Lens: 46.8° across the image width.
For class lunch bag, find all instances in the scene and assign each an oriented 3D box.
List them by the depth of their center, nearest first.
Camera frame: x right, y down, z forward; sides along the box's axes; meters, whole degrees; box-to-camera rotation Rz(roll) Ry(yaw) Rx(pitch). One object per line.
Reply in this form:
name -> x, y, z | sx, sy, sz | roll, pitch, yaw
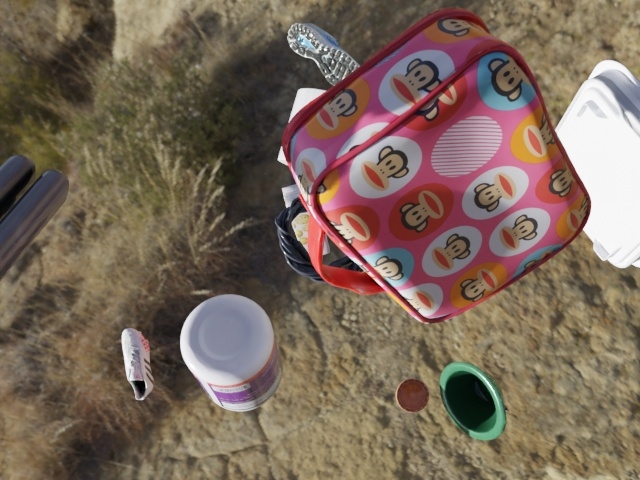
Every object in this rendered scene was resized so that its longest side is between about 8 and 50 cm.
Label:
lunch bag -> 0.105, -0.043, 0.711 | 0.258, 0.293, 0.120 | -36, 45, 7

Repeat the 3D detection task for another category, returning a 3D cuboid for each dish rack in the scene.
dish rack -> 0.480, -0.104, 1.225 | 0.072, 0.333, 0.285 | -27, 70, -13

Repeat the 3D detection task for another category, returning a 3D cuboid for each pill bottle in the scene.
pill bottle -> -0.175, 0.248, 1.543 | 0.181, 0.323, 0.182 | -1, 64, 2

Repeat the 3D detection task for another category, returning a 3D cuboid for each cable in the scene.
cable -> 0.000, 0.000, 1.348 | 0.047, 0.184, 0.151 | 171, 115, -73

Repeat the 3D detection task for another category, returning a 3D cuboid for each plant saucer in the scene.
plant saucer -> 0.226, 0.381, 1.821 | 0.083, 0.013, 0.084 | 1, 85, -7

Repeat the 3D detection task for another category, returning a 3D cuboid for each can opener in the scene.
can opener -> -0.314, 0.003, 0.655 | 0.283, 0.076, 0.095 | -70, 6, -48

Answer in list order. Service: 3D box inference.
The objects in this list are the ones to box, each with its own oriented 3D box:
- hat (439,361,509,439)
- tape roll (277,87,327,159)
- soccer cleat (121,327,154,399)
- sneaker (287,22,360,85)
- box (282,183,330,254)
hat -> 0.372, 0.310, 1.570 | 0.208, 0.183, 0.173 | -33, 78, 57
tape roll -> 0.042, -0.228, 1.685 | 0.246, 0.246, 0.169 | 17, 90, 40
soccer cleat -> -0.204, 0.137, 0.821 | 0.029, 0.083, 0.035 | -6, 21, 5
sneaker -> 0.023, -0.332, 1.305 | 0.063, 0.162, 0.073 | -47, -1, 40
box -> -0.026, -0.037, 1.578 | 0.067, 0.324, 0.063 | -15, 73, -1
